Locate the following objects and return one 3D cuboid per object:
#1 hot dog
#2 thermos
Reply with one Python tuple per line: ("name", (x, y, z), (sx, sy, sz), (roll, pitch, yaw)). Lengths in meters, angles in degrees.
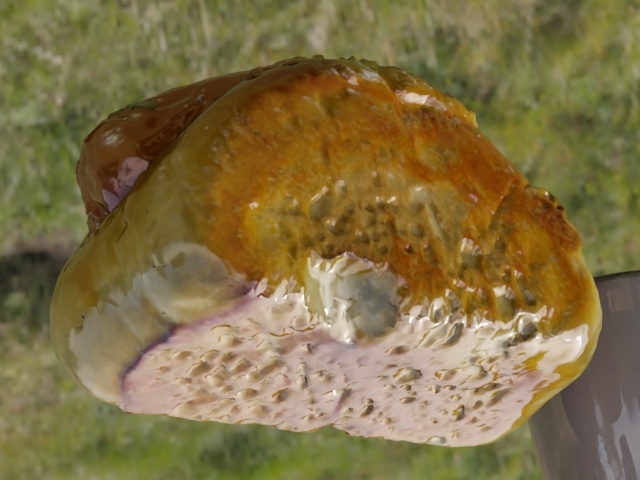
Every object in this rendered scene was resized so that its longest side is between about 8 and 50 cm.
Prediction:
("hot dog", (0.000, 0.000, 0.844), (0.257, 0.153, 0.150), (10, 143, -34))
("thermos", (0.178, 0.116, 0.940), (0.137, 0.193, 0.105), (-18, 158, 22))
